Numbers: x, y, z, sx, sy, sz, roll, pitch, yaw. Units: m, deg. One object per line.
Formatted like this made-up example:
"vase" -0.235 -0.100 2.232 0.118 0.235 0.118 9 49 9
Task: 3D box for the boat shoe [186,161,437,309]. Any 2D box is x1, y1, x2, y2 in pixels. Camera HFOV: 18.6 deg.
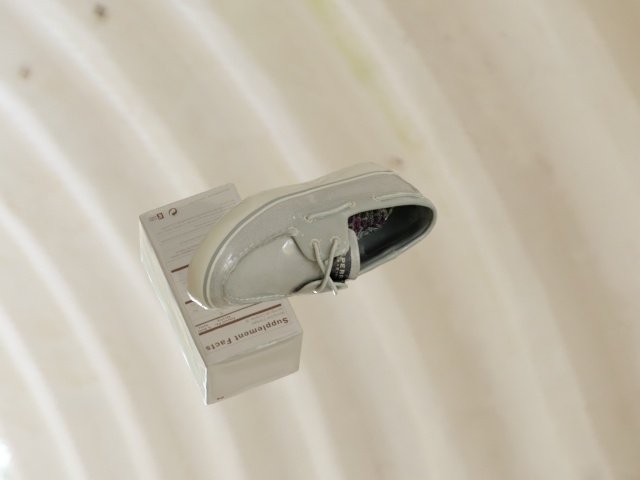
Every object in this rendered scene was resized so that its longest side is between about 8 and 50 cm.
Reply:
"boat shoe" 0.000 0.001 1.490 0.081 0.227 0.079 27 -53 37

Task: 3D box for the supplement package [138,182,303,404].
"supplement package" -0.100 0.053 1.942 0.105 0.105 0.179 99 -32 -64
